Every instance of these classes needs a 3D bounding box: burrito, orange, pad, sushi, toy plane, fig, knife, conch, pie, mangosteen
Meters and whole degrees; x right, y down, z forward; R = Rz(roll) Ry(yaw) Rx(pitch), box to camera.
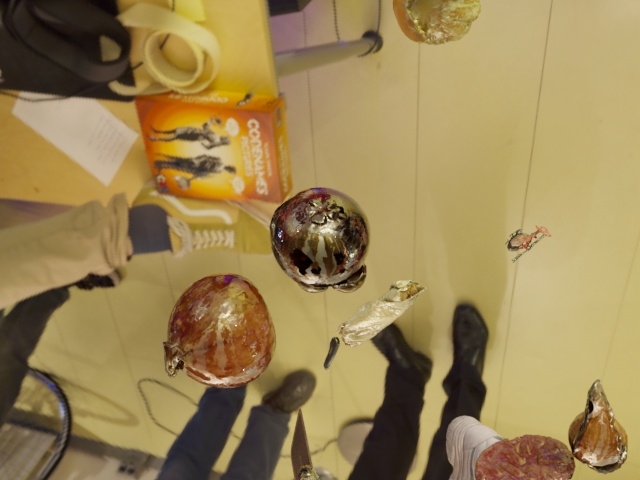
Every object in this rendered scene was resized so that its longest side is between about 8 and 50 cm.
[{"bbox_3d":[0.157,0.215,2.056,0.117,0.076,0.392,14,145,-25],"label":"burrito"},{"bbox_3d":[0.193,-0.401,1.189,0.156,0.134,0.157,16,125,25],"label":"orange"},{"bbox_3d":[-0.044,0.553,1.722,0.002,0.266,0.176,4,120,-13],"label":"pad"},{"bbox_3d":[-0.030,0.481,1.440,0.044,0.083,0.046,-29,83,0],"label":"sushi"},{"bbox_3d":[0.525,-0.001,1.810,0.060,0.145,0.037,50,155,25],"label":"toy plane"},{"bbox_3d":[-0.174,0.158,1.175,0.205,0.205,0.205,11,130,14],"label":"fig"},{"bbox_3d":[0.030,0.337,2.107,0.031,0.018,0.121,43,122,37],"label":"knife"},{"bbox_3d":[0.388,0.276,1.006,0.080,0.086,0.233,-21,144,19],"label":"conch"},{"bbox_3d":[0.312,0.348,1.094,0.154,0.154,0.036,-8,109,27],"label":"pie"},{"bbox_3d":[0.000,0.000,1.342,0.209,0.210,0.210,11,130,14],"label":"mangosteen"}]

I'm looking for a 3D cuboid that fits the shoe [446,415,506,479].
[{"bbox_3d":[0.299,0.462,1.329,0.095,0.245,0.137,3,176,-20],"label":"shoe"}]
